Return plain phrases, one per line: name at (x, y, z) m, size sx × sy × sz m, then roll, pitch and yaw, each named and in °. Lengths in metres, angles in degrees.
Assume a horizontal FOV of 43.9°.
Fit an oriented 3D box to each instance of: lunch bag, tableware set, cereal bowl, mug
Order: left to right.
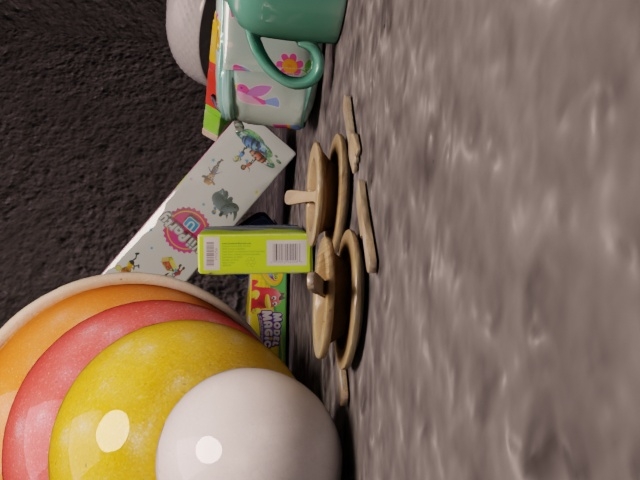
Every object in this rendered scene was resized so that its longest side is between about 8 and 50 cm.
cereal bowl at (-0.225, -0.502, 1.698) m, size 0.339 × 0.141 × 0.339 m, roll -55°, pitch -21°, yaw -35°
lunch bag at (-0.095, 0.006, 1.139) m, size 0.067 × 0.098 × 0.065 m, roll 54°, pitch -175°, yaw -13°
lunch bag at (-0.055, -0.253, 0.837) m, size 0.224 × 0.108 × 0.279 m, roll -112°, pitch 26°, yaw -75°
mug at (-0.031, -0.219, 0.651) m, size 0.129 × 0.097 × 0.158 m, roll 115°, pitch 158°, yaw -72°
tableware set at (0.000, 0.000, 0.529) m, size 0.194 × 0.039 × 0.128 m, roll -95°, pitch 10°, yaw -51°

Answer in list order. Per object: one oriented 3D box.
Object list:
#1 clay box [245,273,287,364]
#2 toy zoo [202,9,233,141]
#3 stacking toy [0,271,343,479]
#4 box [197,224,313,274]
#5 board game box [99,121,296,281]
clay box at (-0.073, 0.134, 1.044) m, size 0.127 × 0.053 × 0.222 m, roll 106°, pitch 165°, yaw -64°
toy zoo at (-0.098, -0.298, 1.144) m, size 0.192 × 0.030 × 0.293 m, roll -56°, pitch -8°, yaw -32°
stacking toy at (-0.116, 0.180, 0.653) m, size 0.480 × 0.350 × 0.350 m, roll 161°, pitch 113°, yaw -64°
box at (-0.069, 0.007, 0.822) m, size 0.178 × 0.109 × 0.042 m, roll -149°, pitch 58°, yaw -83°
board game box at (-0.173, -0.039, 1.133) m, size 0.303 × 0.097 × 0.224 m, roll -50°, pitch 8°, yaw 0°
